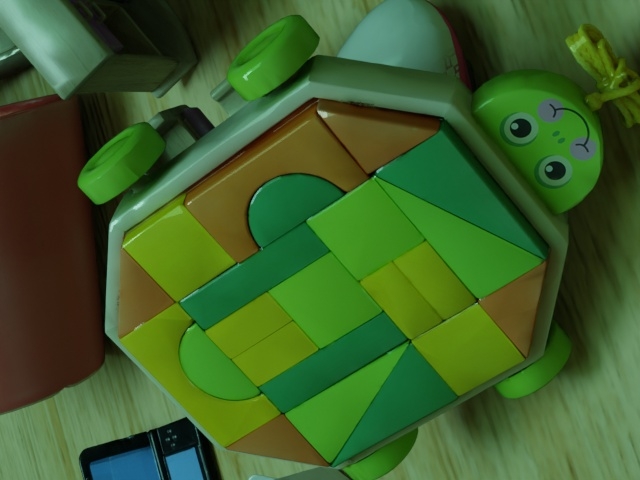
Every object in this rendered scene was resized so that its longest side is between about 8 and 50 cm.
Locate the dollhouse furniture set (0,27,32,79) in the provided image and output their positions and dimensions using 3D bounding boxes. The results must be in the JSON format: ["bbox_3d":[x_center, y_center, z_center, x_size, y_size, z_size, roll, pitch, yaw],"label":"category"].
[{"bbox_3d":[-0.371,-0.193,1.318,0.161,0.242,0.212,-22,78,19],"label":"dollhouse furniture set"}]

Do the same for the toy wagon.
[{"bbox_3d":[0.034,-0.003,0.891,0.344,0.068,0.267,-32,111,25],"label":"toy wagon"}]

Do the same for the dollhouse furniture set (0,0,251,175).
[{"bbox_3d":[-0.057,-0.216,1.093,0.303,0.198,0.286,-42,85,15],"label":"dollhouse furniture set"}]

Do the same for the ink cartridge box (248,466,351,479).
[{"bbox_3d":[0.000,0.231,1.098,0.143,0.090,0.092,32,122,46],"label":"ink cartridge box"}]

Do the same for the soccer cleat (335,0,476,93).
[{"bbox_3d":[0.000,0.000,1.001,0.116,0.143,0.331,43,129,39],"label":"soccer cleat"}]

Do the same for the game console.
[{"bbox_3d":[-0.138,0.220,1.292,0.107,0.071,0.122,-26,78,52],"label":"game console"}]

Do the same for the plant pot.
[{"bbox_3d":[-0.313,0.019,1.342,0.275,0.275,0.243,-1,107,53],"label":"plant pot"}]
